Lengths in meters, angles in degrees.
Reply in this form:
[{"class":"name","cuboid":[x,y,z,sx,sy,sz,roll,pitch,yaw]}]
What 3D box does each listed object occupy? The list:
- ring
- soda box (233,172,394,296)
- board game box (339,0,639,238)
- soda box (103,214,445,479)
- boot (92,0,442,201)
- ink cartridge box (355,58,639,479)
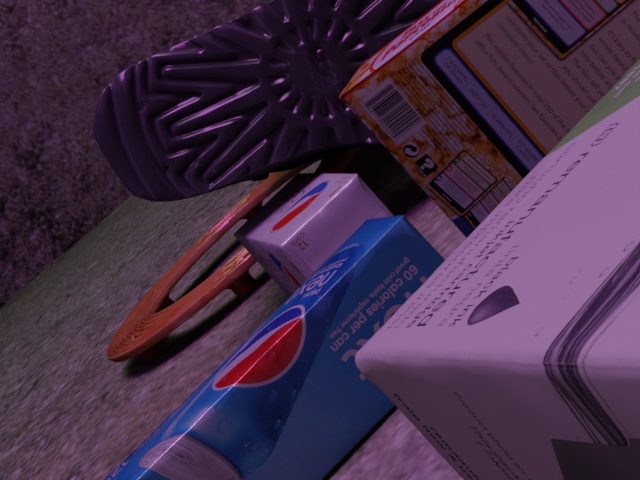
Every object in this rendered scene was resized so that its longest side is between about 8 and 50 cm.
[{"class":"ring","cuboid":[-0.071,0.002,1.590,0.336,0.032,0.336,-42,9,8]},{"class":"soda box","cuboid":[0.000,0.000,1.201,0.074,0.069,0.216,-43,9,-7]},{"class":"board game box","cuboid":[0.128,-0.074,0.783,0.193,0.147,0.045,-36,12,30]},{"class":"soda box","cuboid":[-0.015,0.083,0.889,0.210,0.071,0.067,-45,10,-13]},{"class":"boot","cuboid":[0.033,-0.144,1.407,0.367,0.146,0.445,-13,3,9]},{"class":"ink cartridge box","cuboid":[0.151,0.003,0.443,0.198,0.115,0.273,-45,10,-15]}]
